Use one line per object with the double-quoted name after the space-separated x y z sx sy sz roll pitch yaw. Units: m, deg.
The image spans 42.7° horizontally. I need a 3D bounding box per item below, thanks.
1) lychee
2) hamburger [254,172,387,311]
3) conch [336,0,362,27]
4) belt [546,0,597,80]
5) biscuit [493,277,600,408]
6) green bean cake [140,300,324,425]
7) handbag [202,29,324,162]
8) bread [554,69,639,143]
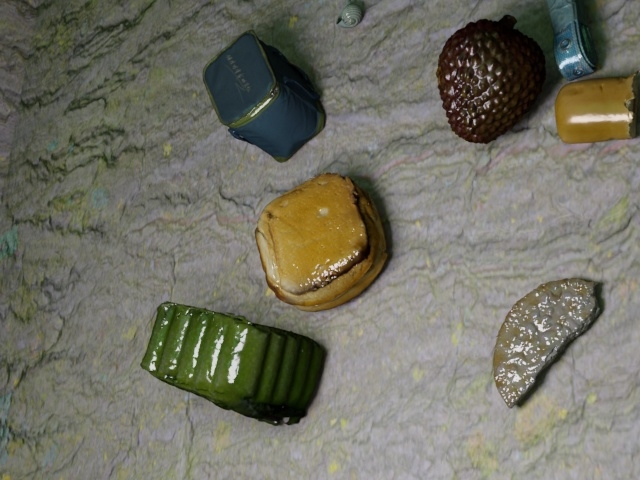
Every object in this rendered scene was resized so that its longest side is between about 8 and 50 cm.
0.350 -0.338 1.711 0.235 0.236 0.271 15 92 39 "lychee"
0.005 0.004 1.869 0.284 0.174 0.305 -28 58 23 "hamburger"
0.077 -0.583 2.125 0.076 0.056 0.085 -39 21 39 "conch"
0.524 -0.477 1.732 0.072 0.087 0.302 -23 58 42 "belt"
0.418 0.176 1.582 0.290 0.038 0.141 -52 50 7 "biscuit"
-0.201 0.277 1.822 0.335 0.319 0.218 5 77 39 "green bean cake"
-0.143 -0.358 2.077 0.222 0.241 0.263 -35 54 19 "handbag"
0.548 -0.263 1.627 0.173 0.085 0.134 -2 71 36 "bread"
